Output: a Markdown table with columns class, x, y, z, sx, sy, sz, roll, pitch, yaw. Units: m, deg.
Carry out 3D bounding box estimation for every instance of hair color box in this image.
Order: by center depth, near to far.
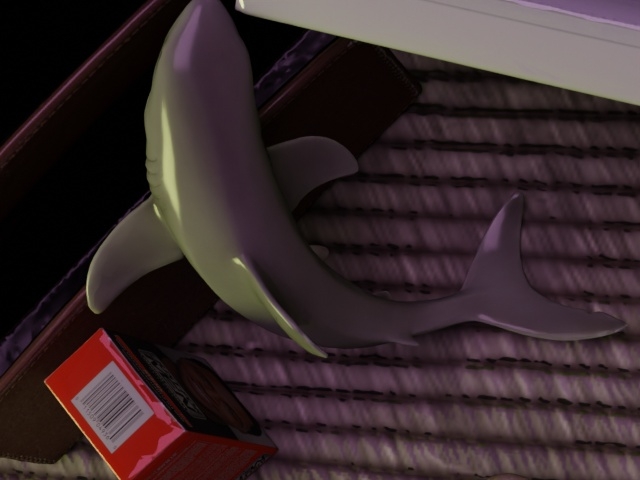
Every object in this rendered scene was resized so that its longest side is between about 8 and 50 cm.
| class | x | y | z | sx | sy | sz | roll | pitch | yaw |
| --- | --- | --- | --- | --- | --- | --- | --- | --- | --- |
| hair color box | -0.079 | 0.091 | 0.854 | 0.043 | 0.141 | 0.072 | -43 | 72 | 5 |

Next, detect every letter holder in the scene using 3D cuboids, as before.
| class | x | y | z | sx | sy | sz | roll | pitch | yaw |
| --- | --- | --- | --- | --- | --- | --- | --- | --- | --- |
| letter holder | -0.125 | -0.046 | 0.854 | 0.302 | 0.214 | 0.152 | -45 | 71 | 4 |

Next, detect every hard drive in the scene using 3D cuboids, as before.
| class | x | y | z | sx | sy | sz | roll | pitch | yaw |
| --- | --- | --- | --- | --- | --- | --- | --- | --- | --- |
| hard drive | 0.168 | -0.120 | 0.772 | 0.353 | 0.233 | 0.047 | 15 | 120 | 15 |

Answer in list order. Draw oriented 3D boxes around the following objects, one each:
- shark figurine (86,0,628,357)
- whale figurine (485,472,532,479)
| class | x | y | z | sx | sy | sz | roll | pitch | yaw |
| --- | --- | --- | --- | --- | --- | --- | --- | --- | --- |
| shark figurine | 0.007 | 0.023 | 0.799 | 0.166 | 0.278 | 0.116 | -52 | 35 | 11 |
| whale figurine | 0.158 | 0.194 | 0.789 | 0.216 | 0.141 | 0.272 | 37 | 67 | 20 |
